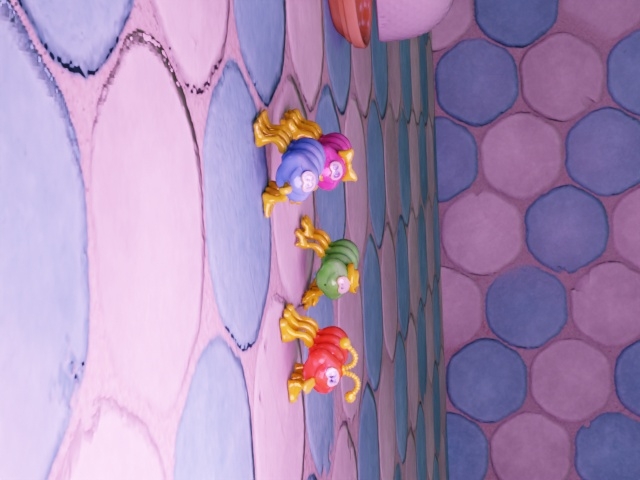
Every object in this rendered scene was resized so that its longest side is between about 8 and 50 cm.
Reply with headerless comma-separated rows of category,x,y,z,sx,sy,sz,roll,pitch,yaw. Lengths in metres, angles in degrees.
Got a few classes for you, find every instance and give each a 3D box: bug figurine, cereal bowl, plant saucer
bug figurine,0.000,0.000,1.066,0.216,0.072,0.279,-74,159,-61
cereal bowl,0.133,-0.448,1.608,0.339,0.141,0.339,-4,90,-86
plant saucer,0.034,-0.336,1.428,0.200,0.037,0.200,-1,90,-81
